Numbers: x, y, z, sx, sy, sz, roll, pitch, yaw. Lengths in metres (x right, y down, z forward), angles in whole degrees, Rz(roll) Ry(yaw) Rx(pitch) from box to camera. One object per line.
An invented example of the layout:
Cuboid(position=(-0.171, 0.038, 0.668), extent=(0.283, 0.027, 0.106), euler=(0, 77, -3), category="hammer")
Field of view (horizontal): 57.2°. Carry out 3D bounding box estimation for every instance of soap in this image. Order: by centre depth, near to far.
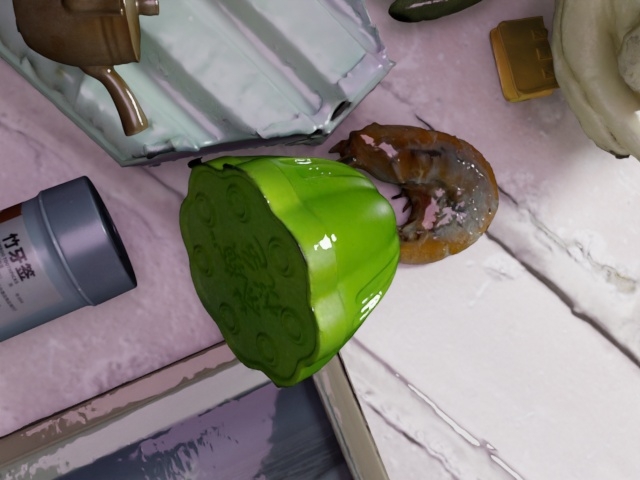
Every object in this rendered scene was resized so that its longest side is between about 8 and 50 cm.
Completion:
Cuboid(position=(-0.158, -0.233, 0.470), extent=(0.446, 0.156, 0.261), euler=(42, 79, -6), category="soap")

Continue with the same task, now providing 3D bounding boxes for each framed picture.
Cuboid(position=(-0.141, 0.285, 0.495), extent=(0.446, 0.028, 0.326), euler=(-23, 90, -13), category="framed picture")

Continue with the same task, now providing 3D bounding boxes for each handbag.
Cuboid(position=(0.215, -0.190, 0.614), extent=(0.061, 0.027, 0.083), euler=(-12, 86, -12), category="handbag")

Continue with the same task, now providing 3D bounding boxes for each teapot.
Cuboid(position=(-0.135, -0.116, 0.353), extent=(0.080, 0.085, 0.110), euler=(-8, 108, -10), category="teapot")

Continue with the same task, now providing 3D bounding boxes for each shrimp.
Cuboid(position=(0.088, -0.046, 0.560), extent=(0.187, 0.051, 0.133), euler=(14, 82, -14), category="shrimp")

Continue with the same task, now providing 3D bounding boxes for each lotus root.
Cuboid(position=(0.000, 0.000, 0.482), extent=(0.186, 0.186, 0.186), euler=(1, 85, -12), category="lotus root")

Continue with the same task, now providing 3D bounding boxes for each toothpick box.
Cuboid(position=(-0.236, 0.022, 0.459), extent=(0.153, 0.101, 0.101), euler=(-24, 90, -13), category="toothpick box")

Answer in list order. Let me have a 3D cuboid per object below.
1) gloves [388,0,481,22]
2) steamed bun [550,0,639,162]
Cuboid(position=(0.162, -0.310, 0.568), extent=(0.268, 0.135, 0.107), euler=(-42, 120, -1), category="gloves")
Cuboid(position=(0.333, -0.260, 0.527), extent=(0.237, 0.394, 0.347), euler=(49, 117, 20), category="steamed bun")
